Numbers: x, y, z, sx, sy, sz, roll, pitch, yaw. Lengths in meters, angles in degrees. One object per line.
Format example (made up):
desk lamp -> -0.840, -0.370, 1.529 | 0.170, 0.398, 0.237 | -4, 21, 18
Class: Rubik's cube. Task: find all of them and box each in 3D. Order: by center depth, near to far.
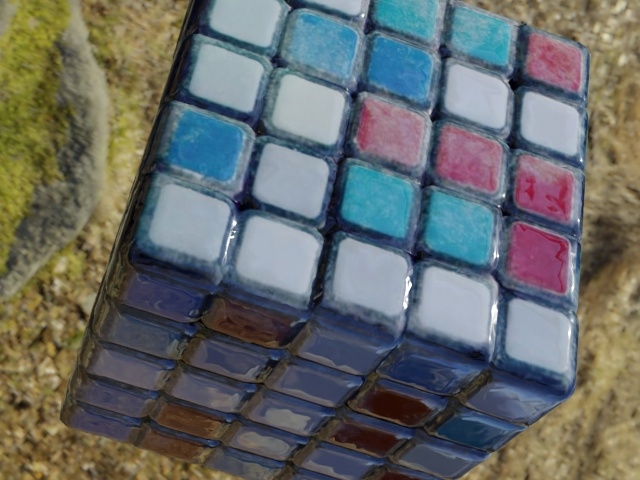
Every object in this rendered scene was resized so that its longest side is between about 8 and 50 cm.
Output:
Rubik's cube -> 0.000, 0.000, 0.826 | 0.293, 0.292, 0.287 | 125, -19, -55
